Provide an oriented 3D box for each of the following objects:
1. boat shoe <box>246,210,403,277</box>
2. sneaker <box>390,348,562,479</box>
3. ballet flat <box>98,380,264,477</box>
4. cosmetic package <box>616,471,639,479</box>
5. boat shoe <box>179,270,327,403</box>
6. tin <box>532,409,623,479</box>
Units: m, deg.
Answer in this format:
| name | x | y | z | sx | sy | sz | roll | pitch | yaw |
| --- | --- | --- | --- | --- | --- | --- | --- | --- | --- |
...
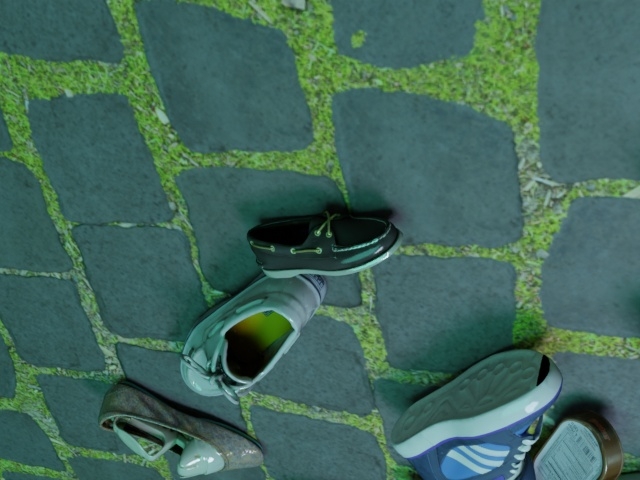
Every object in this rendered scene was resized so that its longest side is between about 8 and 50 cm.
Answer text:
| name | x | y | z | sx | sy | sz | roll | pitch | yaw |
| --- | --- | --- | --- | --- | --- | --- | --- | --- | --- |
| boat shoe | 0.000 | 0.000 | 1.144 | 0.227 | 0.081 | 0.069 | -10 | 127 | 34 |
| sneaker | 0.279 | 0.301 | 1.235 | 0.236 | 0.130 | 0.323 | 42 | 134 | -11 |
| ballet flat | -0.261 | 0.367 | 1.554 | 0.316 | 0.106 | 0.107 | 21 | 133 | 6 |
| cosmetic package | 0.488 | 0.473 | 1.283 | 0.224 | 0.138 | 0.224 | -20 | 117 | 37 |
| boat shoe | -0.128 | 0.177 | 1.299 | 0.136 | 0.156 | 0.367 | 41 | 132 | -11 |
| tin | 0.368 | 0.324 | 1.240 | 0.040 | 0.106 | 0.190 | -7 | 138 | -24 |
